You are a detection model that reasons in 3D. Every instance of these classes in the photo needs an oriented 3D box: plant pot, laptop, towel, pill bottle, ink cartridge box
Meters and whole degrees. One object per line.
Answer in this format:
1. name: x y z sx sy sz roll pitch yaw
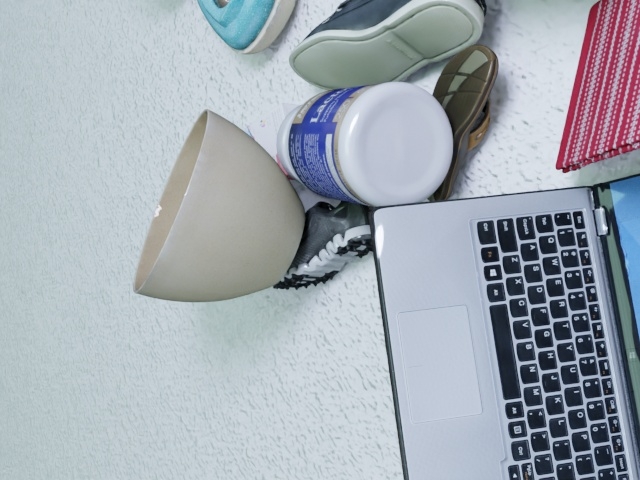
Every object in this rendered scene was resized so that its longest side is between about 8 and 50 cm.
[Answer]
1. plant pot: -0.135 -0.025 1.145 0.284 0.191 0.284 -55 22 35
2. laptop: 0.287 0.114 0.733 0.236 0.408 0.382 127 137 -78
3. towel: 0.300 -0.172 0.728 0.275 0.031 0.199 156 126 -86
4. pill bottle: 0.044 -0.126 1.027 0.264 0.153 0.153 -164 78 -65
5. ink cartridge box: -0.088 -0.131 1.273 0.198 0.067 0.115 -26 71 46

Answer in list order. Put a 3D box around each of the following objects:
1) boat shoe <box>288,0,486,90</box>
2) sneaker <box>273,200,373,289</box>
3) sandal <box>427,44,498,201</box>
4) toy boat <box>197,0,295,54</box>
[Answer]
1. boat shoe: 0.088 -0.294 1.047 0.340 0.127 0.113 -11 52 55
2. sneaker: 0.000 0.000 1.173 0.234 0.078 0.106 -32 60 43
3. sandal: 0.181 -0.144 0.981 0.090 0.060 0.219 -126 38 -47
4. toy boat: -0.119 -0.481 1.249 0.318 0.148 0.267 -55 52 33
